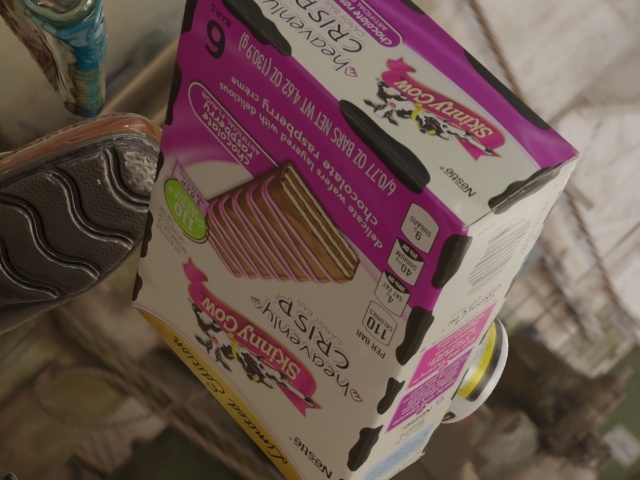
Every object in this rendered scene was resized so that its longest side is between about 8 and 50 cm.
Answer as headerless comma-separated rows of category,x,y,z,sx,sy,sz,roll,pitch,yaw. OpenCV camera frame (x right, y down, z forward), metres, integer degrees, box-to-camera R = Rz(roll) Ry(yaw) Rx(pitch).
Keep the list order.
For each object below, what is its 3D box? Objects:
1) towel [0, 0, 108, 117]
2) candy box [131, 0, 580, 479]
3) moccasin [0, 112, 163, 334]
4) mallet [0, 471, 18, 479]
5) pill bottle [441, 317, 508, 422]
towel,-0.210,-0.200,0.839,0.271,0.040,0.370,56,-9,-3
candy box,0.000,0.000,0.640,0.159,0.071,0.233,45,-34,21
moccasin,-0.271,0.006,1.226,0.139,0.380,0.147,42,28,-21
mallet,-0.413,0.302,1.576,0.062,0.189,0.039,51,1,26
pill bottle,0.055,0.066,1.178,0.184,0.103,0.103,32,8,-24
